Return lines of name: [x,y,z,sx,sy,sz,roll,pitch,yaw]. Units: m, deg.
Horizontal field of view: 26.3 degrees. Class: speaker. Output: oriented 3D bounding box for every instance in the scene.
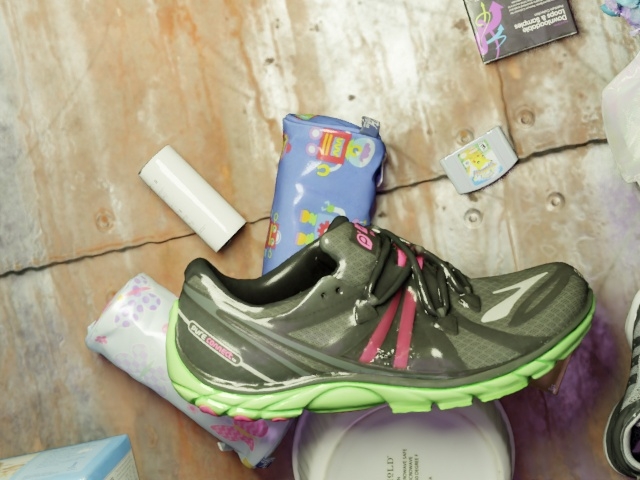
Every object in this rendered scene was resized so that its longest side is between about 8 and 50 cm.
speaker: [-0.154,-0.049,1.650,0.136,0.055,0.055,44,98,-1]

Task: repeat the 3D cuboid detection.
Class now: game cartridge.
game cartridge: [0.191,-0.093,1.637,0.083,0.017,0.056,-31,96,7]

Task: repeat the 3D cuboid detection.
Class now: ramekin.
ramekin: [0.103,0.269,1.612,0.272,0.127,0.273,0,100,-2]

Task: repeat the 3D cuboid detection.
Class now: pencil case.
pencil case: [0.000,0.000,1.612,0.133,0.119,0.306,7,97,-18]
pencil case: [-0.149,0.157,1.644,0.273,0.113,0.124,38,139,-1]

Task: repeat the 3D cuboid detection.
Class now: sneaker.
sneaker: [0.073,0.072,1.481,0.482,0.185,0.202,-6,103,-11]
sneaker: [0.400,0.160,1.577,0.101,0.153,0.269,13,97,3]

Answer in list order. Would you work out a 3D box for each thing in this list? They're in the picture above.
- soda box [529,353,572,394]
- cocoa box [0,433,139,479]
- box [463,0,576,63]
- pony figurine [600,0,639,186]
soda box: [0.205,0.124,1.635,0.181,0.061,0.058,19,97,2]
cocoa box: [-0.389,0.390,1.626,0.347,0.231,0.228,-12,94,5]
box: [0.221,-0.301,1.606,0.116,0.029,0.162,-17,93,7]
pony figurine: [0.434,-0.223,1.472,0.302,0.363,0.351,-33,108,0]
